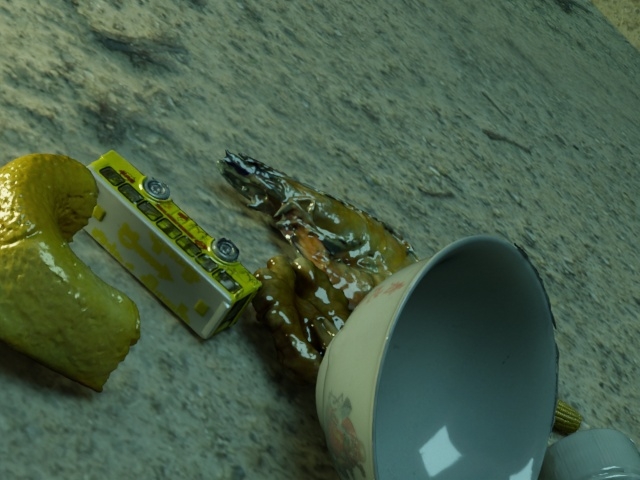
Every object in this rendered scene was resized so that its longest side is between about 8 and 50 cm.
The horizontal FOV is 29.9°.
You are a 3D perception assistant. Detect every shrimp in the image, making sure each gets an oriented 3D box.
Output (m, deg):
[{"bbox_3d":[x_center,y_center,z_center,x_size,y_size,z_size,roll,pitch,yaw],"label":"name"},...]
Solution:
[{"bbox_3d":[0.000,0.000,1.478,0.317,0.062,0.164,32,36,-14],"label":"shrimp"}]

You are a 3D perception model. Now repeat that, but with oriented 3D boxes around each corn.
[{"bbox_3d":[0.291,0.212,1.520,0.092,0.037,0.037,32,33,-9],"label":"corn"}]

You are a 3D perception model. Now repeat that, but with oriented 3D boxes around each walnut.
[{"bbox_3d":[-0.019,0.095,1.334,0.143,0.069,0.170,9,45,-41],"label":"walnut"}]

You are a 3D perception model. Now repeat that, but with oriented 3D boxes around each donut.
[{"bbox_3d":[-0.271,0.012,1.130,0.152,0.101,0.259,25,35,-53],"label":"donut"}]

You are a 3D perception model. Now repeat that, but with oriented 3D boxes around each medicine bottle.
[{"bbox_3d":[0.325,0.339,1.301,0.144,0.144,0.252,14,41,-33],"label":"medicine bottle"}]

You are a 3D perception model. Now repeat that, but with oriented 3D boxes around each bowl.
[{"bbox_3d":[0.097,0.160,1.239,0.157,0.346,0.345,5,11,38],"label":"bowl"}]

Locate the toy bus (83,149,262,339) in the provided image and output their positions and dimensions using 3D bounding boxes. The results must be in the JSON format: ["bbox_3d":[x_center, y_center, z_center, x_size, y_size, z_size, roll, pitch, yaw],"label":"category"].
[{"bbox_3d":[-0.169,0.002,1.290,0.226,0.081,0.074,43,34,7],"label":"toy bus"}]
